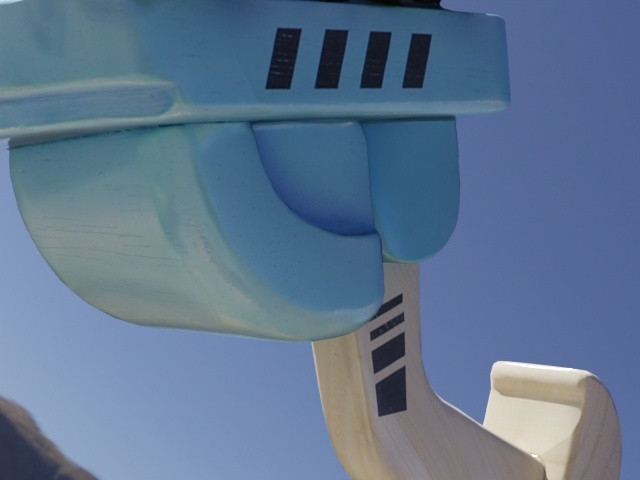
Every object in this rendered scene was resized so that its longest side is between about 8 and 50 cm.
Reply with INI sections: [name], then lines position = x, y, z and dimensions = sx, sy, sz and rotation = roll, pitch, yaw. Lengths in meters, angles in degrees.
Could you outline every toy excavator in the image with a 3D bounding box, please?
[toy excavator]
position = 0.000, 0.000, 0.585
dimensions = 0.222, 0.433, 0.444
rotation = 2, -84, 48
